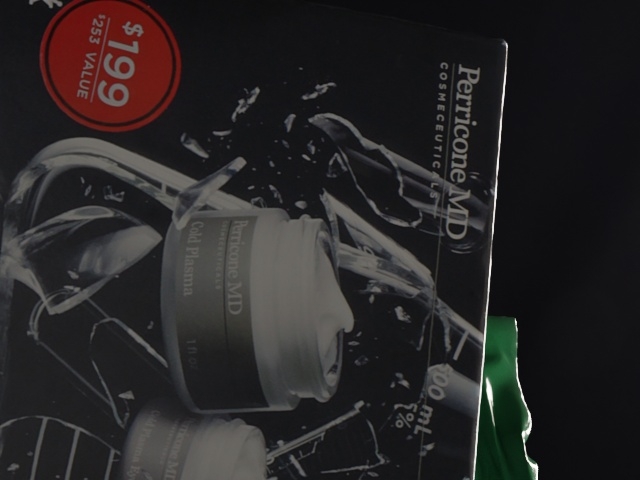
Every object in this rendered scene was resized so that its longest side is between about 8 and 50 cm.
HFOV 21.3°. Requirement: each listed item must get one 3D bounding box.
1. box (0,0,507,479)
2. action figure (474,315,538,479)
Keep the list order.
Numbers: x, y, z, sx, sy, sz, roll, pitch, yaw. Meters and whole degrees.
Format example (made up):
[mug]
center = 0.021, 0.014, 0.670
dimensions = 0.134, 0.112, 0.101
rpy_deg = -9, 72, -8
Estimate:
[box]
center = -0.090, 0.049, 0.873
dimensions = 0.313, 0.179, 0.343
rpy_deg = 8, -99, -19
[action figure]
center = 0.082, 0.149, 1.026
dimensions = 0.137, 0.232, 0.063
rpy_deg = 1, -36, -21
